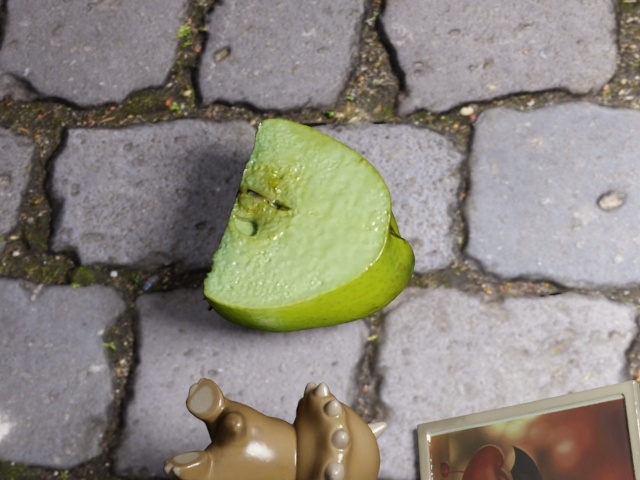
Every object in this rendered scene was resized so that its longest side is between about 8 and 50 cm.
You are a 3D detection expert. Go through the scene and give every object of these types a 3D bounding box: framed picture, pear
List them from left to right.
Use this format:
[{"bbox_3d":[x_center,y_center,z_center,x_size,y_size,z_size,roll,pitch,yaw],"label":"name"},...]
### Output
[{"bbox_3d":[0.000,0.000,1.974,0.292,0.159,0.292,-5,68,12],"label":"pear"},{"bbox_3d":[0.255,0.297,1.797,0.289,0.020,0.211,-15,62,25],"label":"framed picture"}]

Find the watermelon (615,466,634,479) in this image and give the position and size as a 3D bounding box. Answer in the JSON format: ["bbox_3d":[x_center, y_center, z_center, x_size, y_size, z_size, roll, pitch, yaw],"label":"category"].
[{"bbox_3d":[0.386,0.251,1.795,0.181,0.075,0.092,-45,61,-8],"label":"watermelon"}]

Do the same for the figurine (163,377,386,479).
[{"bbox_3d":[-0.032,0.255,1.811,0.173,0.247,0.177,-29,32,38],"label":"figurine"}]
